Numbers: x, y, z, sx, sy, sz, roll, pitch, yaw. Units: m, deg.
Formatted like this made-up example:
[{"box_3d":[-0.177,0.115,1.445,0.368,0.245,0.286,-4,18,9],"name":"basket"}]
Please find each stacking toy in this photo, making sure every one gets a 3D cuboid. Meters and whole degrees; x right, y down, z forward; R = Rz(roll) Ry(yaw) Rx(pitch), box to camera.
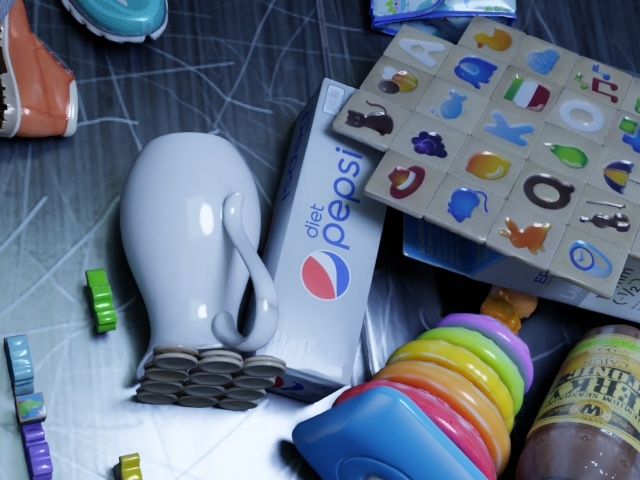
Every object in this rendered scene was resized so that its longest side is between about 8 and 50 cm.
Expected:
[{"box_3d":[-0.249,0.141,0.957,0.167,0.052,0.221,-7,73,-21],"name":"stacking toy"},{"box_3d":[0.131,0.129,1.040,0.166,0.175,0.302,46,51,-6],"name":"stacking toy"}]

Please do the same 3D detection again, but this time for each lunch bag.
[{"box_3d":[0.128,-0.282,1.195,0.151,0.096,0.129,2,73,-2],"name":"lunch bag"}]

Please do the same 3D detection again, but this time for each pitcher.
[{"box_3d":[-0.097,0.008,0.977,0.125,0.178,0.207,11,68,-40],"name":"pitcher"}]

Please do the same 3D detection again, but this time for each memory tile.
[{"box_3d":[-0.096,0.118,0.955,0.113,0.148,0.012,6,66,-14],"name":"memory tile"}]

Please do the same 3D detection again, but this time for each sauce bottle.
[{"box_3d":[0.233,0.185,0.966,0.111,0.111,0.344,45,30,1],"name":"sauce bottle"}]

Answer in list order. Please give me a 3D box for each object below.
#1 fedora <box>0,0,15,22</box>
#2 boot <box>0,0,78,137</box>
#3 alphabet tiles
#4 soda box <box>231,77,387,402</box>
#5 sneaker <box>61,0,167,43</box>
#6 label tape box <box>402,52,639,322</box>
[{"box_3d":[-0.372,-0.263,0.999,0.243,0.124,0.275,-5,80,-6],"name":"fedora"},{"box_3d":[-0.273,-0.165,1.052,0.084,0.059,0.158,2,66,-35],"name":"boot"},{"box_3d":[0.199,-0.090,1.037,0.342,0.011,0.285,24,51,10],"name":"alphabet tiles"},{"box_3d":[0.000,0.000,1.052,0.091,0.098,0.286,18,68,-12],"name":"soda box"},{"box_3d":[-0.217,-0.320,1.086,0.107,0.110,0.275,-14,77,-21],"name":"sneaker"},{"box_3d":[0.261,-0.062,1.111,0.347,0.115,0.249,16,49,-13],"name":"label tape box"}]
